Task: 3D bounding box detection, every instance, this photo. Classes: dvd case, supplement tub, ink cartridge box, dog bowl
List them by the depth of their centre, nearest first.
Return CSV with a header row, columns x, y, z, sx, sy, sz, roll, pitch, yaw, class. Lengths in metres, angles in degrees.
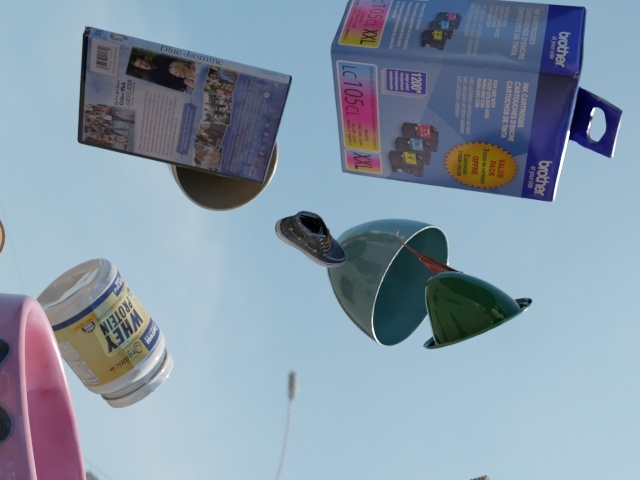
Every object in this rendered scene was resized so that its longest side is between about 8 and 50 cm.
x,y,z,sx,sy,sz,roll,pitch,yaw,class
-0.335,0.232,0.915,0.408,0.150,0.408,170,-90,-81,dog bowl
-0.176,-0.164,1.143,0.180,0.253,0.022,110,-11,-47,dvd case
0.228,-0.205,1.315,0.395,0.151,0.270,7,-35,12,ink cartridge box
-0.519,0.227,2.194,0.228,0.228,0.316,12,-42,56,supplement tub

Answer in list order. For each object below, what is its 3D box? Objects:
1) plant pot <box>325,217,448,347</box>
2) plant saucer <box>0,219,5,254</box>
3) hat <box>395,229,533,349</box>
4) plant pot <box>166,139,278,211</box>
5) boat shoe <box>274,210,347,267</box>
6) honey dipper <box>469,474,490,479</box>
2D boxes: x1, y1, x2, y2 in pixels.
x,y,z,sx,sy,sz,roll,pitch,yaw,class
0.128,0.069,2.045,0.195,0.290,0.290,25,-50,33,plant pot
-0.362,-0.006,0.919,0.083,0.083,0.013,62,-34,12,plant saucer
0.195,0.052,1.395,0.208,0.173,0.184,-24,-90,36,hat
-0.276,-0.231,2.144,0.274,0.256,0.256,33,-45,54,plant pot
0.000,0.000,1.855,0.083,0.183,0.065,-22,-130,48,boat shoe
0.270,0.511,1.843,0.160,0.030,0.030,-25,-94,27,honey dipper
